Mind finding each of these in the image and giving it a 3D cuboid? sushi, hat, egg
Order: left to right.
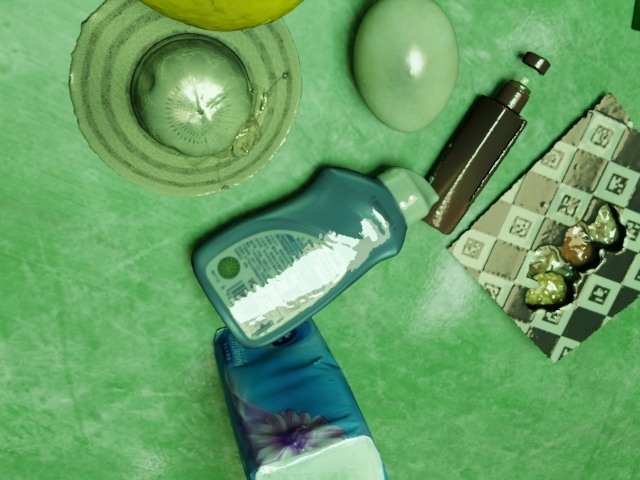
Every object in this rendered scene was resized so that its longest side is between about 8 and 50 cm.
[{"bbox_3d":[-0.125,-0.144,0.698,0.252,0.110,0.252,-7,116,-15],"label":"hat"},{"bbox_3d":[0.092,-0.190,0.746,0.114,0.114,0.152,-13,122,-12],"label":"egg"},{"bbox_3d":[0.353,-0.009,0.955,0.290,0.050,0.264,-43,105,7],"label":"sushi"}]

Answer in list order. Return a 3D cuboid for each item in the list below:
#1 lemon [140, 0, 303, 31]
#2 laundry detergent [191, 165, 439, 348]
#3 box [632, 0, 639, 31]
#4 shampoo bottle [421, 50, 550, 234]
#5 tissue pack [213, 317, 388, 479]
[{"bbox_3d":[-0.092,-0.301,0.561,0.236,0.236,0.263,-21,123,-8],"label":"lemon"},{"bbox_3d":[0.000,0.000,0.813,0.290,0.094,0.143,-32,90,-5],"label":"laundry detergent"},{"bbox_3d":[0.506,-0.336,0.861,0.235,0.034,0.132,-9,116,-15],"label":"box"},{"bbox_3d":[0.199,-0.119,0.844,0.067,0.068,0.236,26,106,-27],"label":"shampoo bottle"},{"bbox_3d":[-0.024,0.232,0.817,0.146,0.263,0.198,-17,118,-11],"label":"tissue pack"}]
